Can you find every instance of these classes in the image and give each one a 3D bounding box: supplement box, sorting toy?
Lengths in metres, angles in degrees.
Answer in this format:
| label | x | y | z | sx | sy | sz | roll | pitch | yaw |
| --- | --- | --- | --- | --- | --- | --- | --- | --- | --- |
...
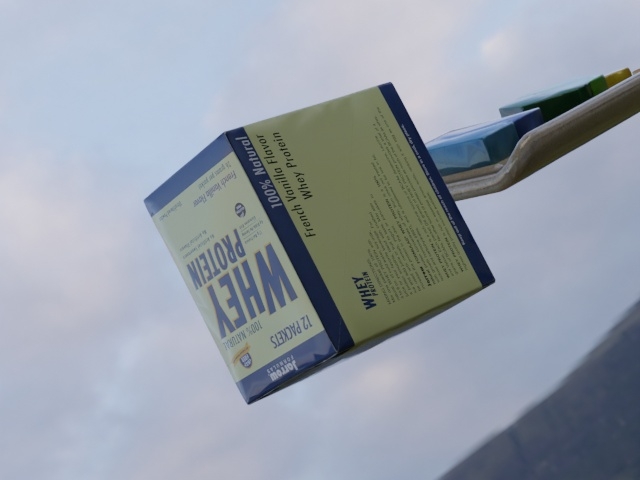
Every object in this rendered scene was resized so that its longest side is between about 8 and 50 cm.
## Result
| label | x | y | z | sx | sy | sz | roll | pitch | yaw |
| --- | --- | --- | --- | --- | --- | --- | --- | --- | --- |
| supplement box | 0.000 | 0.000 | 0.548 | 0.083 | 0.083 | 0.056 | -22 | -9 | -42 |
| sorting toy | 0.121 | -0.075 | 1.012 | 0.229 | 0.041 | 0.307 | -17 | 8 | 44 |
